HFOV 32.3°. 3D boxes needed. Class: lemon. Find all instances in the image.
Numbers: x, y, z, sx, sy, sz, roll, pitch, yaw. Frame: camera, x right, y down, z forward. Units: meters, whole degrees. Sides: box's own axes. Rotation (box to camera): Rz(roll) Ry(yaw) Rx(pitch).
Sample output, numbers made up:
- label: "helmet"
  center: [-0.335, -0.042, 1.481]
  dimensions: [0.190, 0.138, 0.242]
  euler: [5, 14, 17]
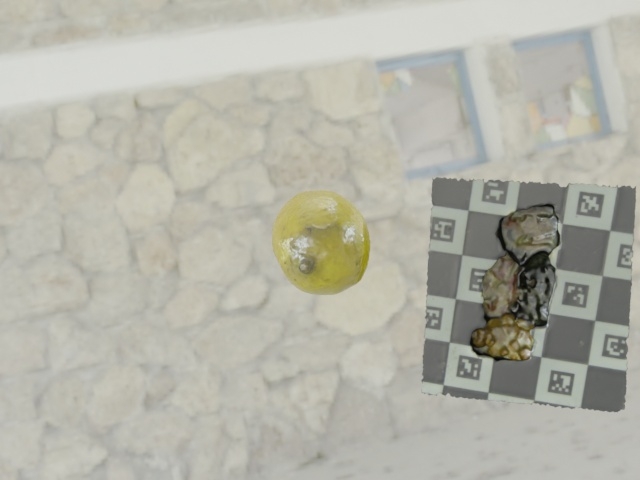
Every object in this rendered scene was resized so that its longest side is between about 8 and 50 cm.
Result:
- label: "lemon"
  center: [0.000, 0.000, 0.893]
  dimensions: [0.082, 0.082, 0.110]
  euler: [-12, 23, -1]

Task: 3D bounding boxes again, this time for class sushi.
- label: "sushi"
  center: [0.199, 0.047, 1.060]
  dimensions: [0.192, 0.215, 0.050]
  euler: [4, 10, 10]
